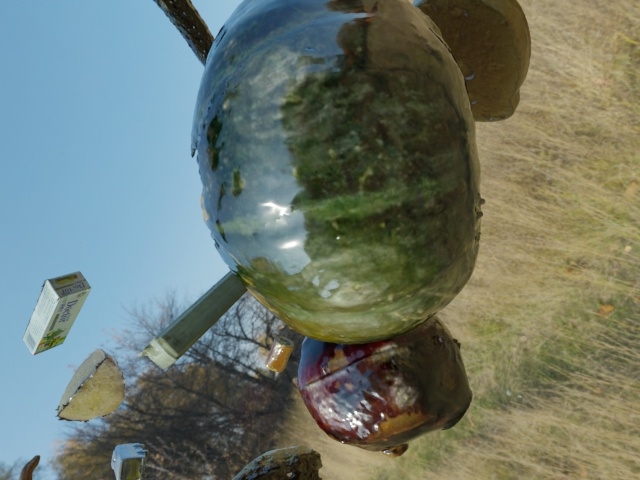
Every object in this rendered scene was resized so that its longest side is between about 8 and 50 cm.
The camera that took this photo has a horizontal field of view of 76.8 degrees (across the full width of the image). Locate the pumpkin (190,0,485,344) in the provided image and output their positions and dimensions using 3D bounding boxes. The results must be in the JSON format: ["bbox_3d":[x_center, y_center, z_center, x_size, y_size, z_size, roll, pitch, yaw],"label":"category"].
[{"bbox_3d":[0.013,-0.083,0.532,0.454,0.343,0.455,-12,-90,-87],"label":"pumpkin"}]

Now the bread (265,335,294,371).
[{"bbox_3d":[-0.091,0.251,0.888,0.083,0.047,0.036,-68,-8,27],"label":"bread"}]

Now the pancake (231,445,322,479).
[{"bbox_3d":[-0.083,0.616,0.943,0.266,0.244,0.057,-29,-15,-37],"label":"pancake"}]

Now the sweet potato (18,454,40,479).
[{"bbox_3d":[-0.562,0.505,0.758,0.044,0.044,0.179,108,164,-67],"label":"sweet potato"}]

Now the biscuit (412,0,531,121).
[{"bbox_3d":[0.255,-0.357,0.794,0.057,0.287,0.344,-66,-30,-10],"label":"biscuit"}]

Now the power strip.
[{"bbox_3d":[-0.182,0.109,0.679,0.078,0.052,0.272,-39,7,45],"label":"power strip"}]

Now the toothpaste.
[{"bbox_3d":[-0.375,0.105,0.569,0.164,0.034,0.046,-46,-13,32],"label":"toothpaste"}]

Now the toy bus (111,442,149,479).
[{"bbox_3d":[-0.484,0.562,1.024,0.190,0.075,0.064,-25,60,56],"label":"toy bus"}]

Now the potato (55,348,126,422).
[{"bbox_3d":[-0.441,0.277,0.815,0.172,0.100,0.089,-52,36,10],"label":"potato"}]

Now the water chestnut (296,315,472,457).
[{"bbox_3d":[0.098,0.214,0.783,0.335,0.335,0.347,108,138,-72],"label":"water chestnut"}]

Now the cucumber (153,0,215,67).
[{"bbox_3d":[-0.328,-0.541,1.042,0.081,0.072,0.303,-64,-24,-10],"label":"cucumber"}]
